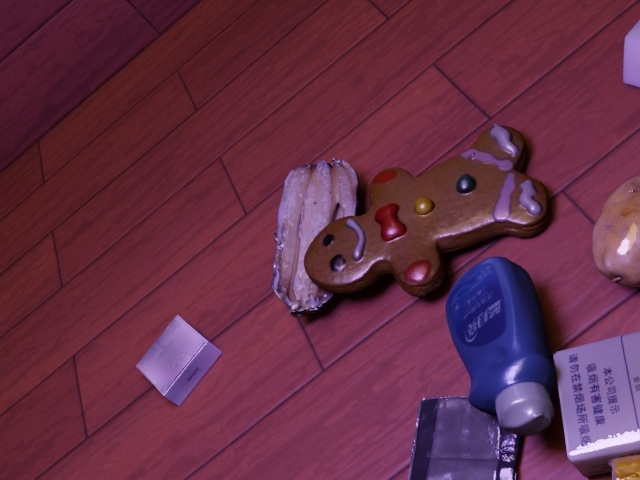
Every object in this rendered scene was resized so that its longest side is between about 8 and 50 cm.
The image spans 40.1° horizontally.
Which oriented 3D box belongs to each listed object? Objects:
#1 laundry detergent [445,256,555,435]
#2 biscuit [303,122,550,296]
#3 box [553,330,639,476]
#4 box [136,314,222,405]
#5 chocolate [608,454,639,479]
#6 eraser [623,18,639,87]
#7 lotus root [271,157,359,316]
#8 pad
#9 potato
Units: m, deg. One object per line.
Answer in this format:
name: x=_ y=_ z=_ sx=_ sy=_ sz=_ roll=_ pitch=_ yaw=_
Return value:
laundry detergent: x=0.254 y=0.155 z=1.228 sx=0.143 sy=0.094 sz=0.290 roll=-46 pitch=26 yaw=27
biscuit: x=0.164 y=-0.038 z=1.484 sx=0.432 sy=0.064 sz=0.283 roll=-22 pitch=46 yaw=11
box: x=0.434 y=0.189 z=1.103 sx=0.259 sy=0.071 sz=0.168 roll=-22 pitch=44 yaw=27
box: x=-0.274 y=0.228 z=1.688 sx=0.130 sy=0.051 sz=0.129 roll=-52 pitch=40 yaw=-7
chocolate: x=0.452 y=0.271 z=1.013 sx=0.219 sy=0.085 sz=0.085 roll=-18 pitch=46 yaw=22
eraser: x=0.664 y=-0.290 z=1.316 sx=0.213 sy=0.082 sz=0.397 roll=-48 pitch=40 yaw=-6
lotus root: x=0.000 y=0.001 z=1.632 sx=0.167 sy=0.078 sz=0.329 roll=-3 pitch=57 yaw=22
pad: x=0.195 y=0.323 z=1.230 sx=0.174 sy=0.022 sz=0.233 roll=-9 pitch=52 yaw=35
potato: x=0.451 y=-0.018 z=1.241 sx=0.178 sy=0.109 sz=0.118 roll=-57 pitch=19 yaw=-23
